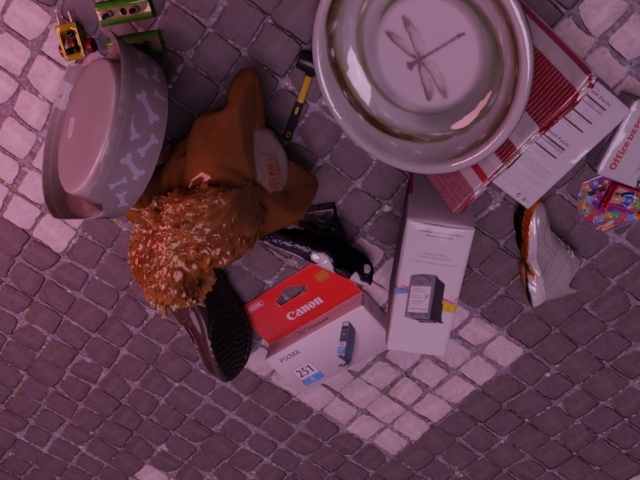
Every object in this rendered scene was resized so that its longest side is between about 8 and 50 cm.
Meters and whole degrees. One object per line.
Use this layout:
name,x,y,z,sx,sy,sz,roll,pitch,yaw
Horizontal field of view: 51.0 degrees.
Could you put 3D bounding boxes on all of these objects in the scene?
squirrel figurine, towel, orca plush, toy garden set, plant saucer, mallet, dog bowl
squirrel figurine,-0.252,-0.066,1.256,0.371,0.397,0.281,-13,131,29
towel,0.297,-0.236,1.192,0.037,0.237,0.329,13,130,-44
orca plush,0.000,0.000,1.414,0.287,0.151,0.102,24,88,-7
toy garden set,-0.420,-0.448,1.236,0.204,0.049,0.244,-6,120,10
plant saucer,0.177,-0.314,1.152,0.401,0.100,0.400,19,129,26
mallet,-0.028,-0.273,1.304,0.062,0.039,0.189,16,125,1
dog bowl,-0.392,-0.198,1.214,0.102,0.348,0.348,14,128,-39

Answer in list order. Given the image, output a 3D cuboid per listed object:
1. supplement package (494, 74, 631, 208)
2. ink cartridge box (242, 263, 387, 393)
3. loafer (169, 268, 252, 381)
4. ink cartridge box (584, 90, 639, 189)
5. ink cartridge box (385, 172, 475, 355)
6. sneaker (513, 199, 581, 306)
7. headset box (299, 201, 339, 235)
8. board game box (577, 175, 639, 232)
supplement package,0.410,-0.207,1.228,0.134,0.139,0.244,34,118,-14
ink cartridge box,-0.014,0.203,1.569,0.296,0.066,0.261,-33,113,23
loafer,-0.269,0.158,1.554,0.130,0.134,0.365,1,116,40
ink cartridge box,0.626,-0.169,1.245,0.208,0.087,0.153,20,113,-5
ink cartridge box,0.215,0.042,1.351,0.131,0.226,0.306,7,122,4
sneaker,0.475,0.017,1.391,0.121,0.099,0.262,-13,126,6
headset box,-0.005,-0.043,1.438,0.083,0.032,0.062,-8,120,10
board game box,0.606,-0.079,1.342,0.169,0.033,0.133,-24,115,20
